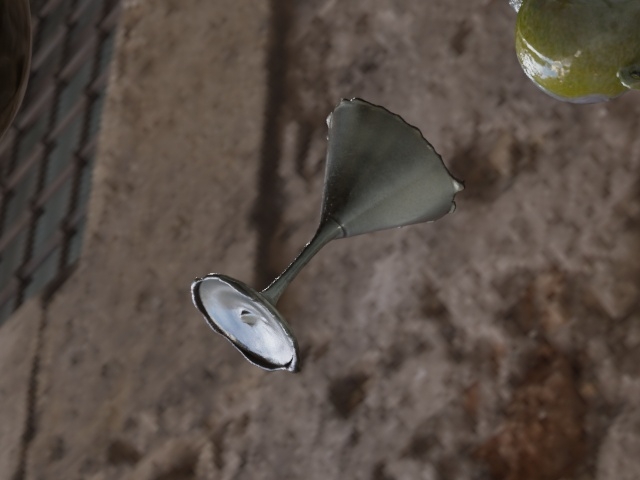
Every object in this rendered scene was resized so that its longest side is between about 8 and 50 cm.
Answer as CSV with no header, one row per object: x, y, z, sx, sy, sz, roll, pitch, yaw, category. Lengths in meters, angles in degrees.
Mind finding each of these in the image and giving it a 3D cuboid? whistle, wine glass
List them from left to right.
0.000,0.000,1.711,0.156,0.156,0.232,44,-117,-4,wine glass
0.185,-0.181,1.464,0.123,0.123,0.223,3,-142,-40,whistle

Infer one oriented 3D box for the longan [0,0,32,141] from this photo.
-0.360,-0.144,1.301,0.319,0.319,0.319,23,-135,-26,longan
